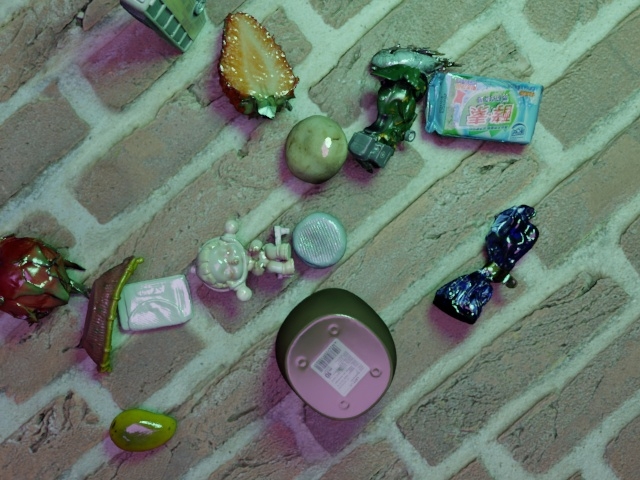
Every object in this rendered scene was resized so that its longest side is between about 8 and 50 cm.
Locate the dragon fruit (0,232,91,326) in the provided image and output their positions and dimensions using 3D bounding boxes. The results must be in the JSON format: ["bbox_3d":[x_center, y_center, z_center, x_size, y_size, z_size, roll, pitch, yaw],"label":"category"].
[{"bbox_3d":[-0.688,0.093,1.315,0.274,0.193,0.192,22,65,-3],"label":"dragon fruit"}]

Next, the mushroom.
[{"bbox_3d":[-0.009,-0.219,1.334,0.166,0.127,0.166,2,94,34],"label":"mushroom"}]

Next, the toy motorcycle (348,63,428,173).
[{"bbox_3d":[0.156,-0.297,1.302,0.125,0.187,0.274,31,95,39],"label":"toy motorcycle"}]

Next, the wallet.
[{"bbox_3d":[-0.416,0.159,1.391,0.183,0.032,0.124,-10,90,1],"label":"wallet"}]

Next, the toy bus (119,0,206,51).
[{"bbox_3d":[-0.341,-0.521,1.209,0.097,0.342,0.138,34,95,-2],"label":"toy bus"}]

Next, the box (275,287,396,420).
[{"bbox_3d":[0.037,0.271,1.315,0.301,0.216,0.300,0,91,0],"label":"box"}]

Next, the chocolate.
[{"bbox_3d":[0.431,0.060,1.372,0.148,0.126,0.343,36,83,35],"label":"chocolate"}]

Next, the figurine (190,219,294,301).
[{"bbox_3d":[-0.195,0.042,1.347,0.257,0.144,0.181,-5,113,-3],"label":"figurine"}]

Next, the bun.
[{"bbox_3d":[0.000,0.000,1.369,0.141,0.083,0.140,0,92,9],"label":"bun"}]

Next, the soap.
[{"bbox_3d":[0.399,-0.320,1.353,0.293,0.077,0.156,5,103,-2],"label":"soap"}]

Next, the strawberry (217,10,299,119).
[{"bbox_3d":[-0.163,-0.401,1.341,0.188,0.106,0.286,-14,79,-23],"label":"strawberry"}]

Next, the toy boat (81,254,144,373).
[{"bbox_3d":[-0.515,0.182,1.341,0.099,0.141,0.317,12,104,-31],"label":"toy boat"}]

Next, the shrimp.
[{"bbox_3d":[0.240,-0.432,1.360,0.233,0.079,0.090,2,129,-4],"label":"shrimp"}]

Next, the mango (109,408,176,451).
[{"bbox_3d":[-0.442,0.473,1.384,0.161,0.076,0.103,2,86,-9],"label":"mango"}]
